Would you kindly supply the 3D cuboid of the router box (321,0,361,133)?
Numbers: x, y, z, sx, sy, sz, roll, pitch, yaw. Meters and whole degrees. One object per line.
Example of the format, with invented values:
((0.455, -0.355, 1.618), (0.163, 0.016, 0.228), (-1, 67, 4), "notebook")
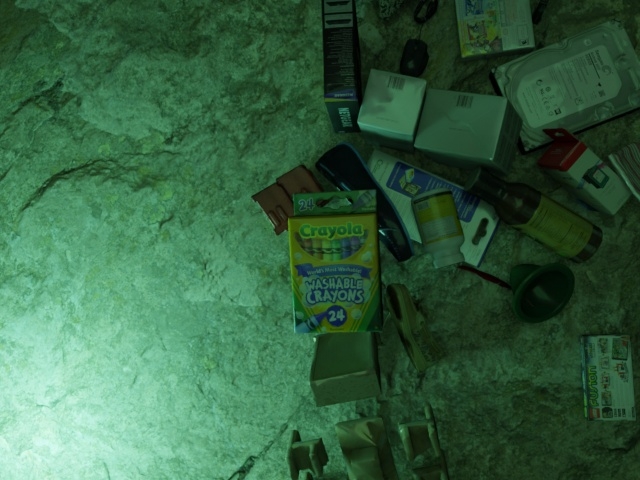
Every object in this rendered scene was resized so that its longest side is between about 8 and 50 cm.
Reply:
((0.058, -0.418, 1.590), (0.081, 0.309, 0.243), (-2, 85, 6), "router box")

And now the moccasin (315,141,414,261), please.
((0.105, -0.079, 1.597), (0.117, 0.137, 0.342), (-30, 69, -8), "moccasin")

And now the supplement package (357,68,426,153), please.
((0.181, -0.313, 1.596), (0.139, 0.244, 0.133), (14, 89, 9), "supplement package")

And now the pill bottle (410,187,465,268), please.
((0.291, -0.029, 1.570), (0.103, 0.103, 0.184), (-15, 84, 7), "pill bottle")

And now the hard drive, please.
((0.630, -0.387, 1.628), (0.339, 0.064, 0.237), (-21, 84, 6), "hard drive")

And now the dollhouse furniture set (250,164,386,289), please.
((0.000, 0.000, 1.633), (0.152, 0.201, 0.374), (-34, 88, 5), "dollhouse furniture set")

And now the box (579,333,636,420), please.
((0.703, 0.334, 1.579), (0.114, 0.036, 0.207), (-2, 86, 8), "box")

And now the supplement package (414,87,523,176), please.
((0.363, -0.260, 1.560), (0.194, 0.203, 0.149), (15, 91, 27), "supplement package")

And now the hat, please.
((0.504, 0.086, 1.631), (0.208, 0.183, 0.173), (27, 105, -33), "hat")

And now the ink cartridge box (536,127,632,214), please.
((0.616, -0.168, 1.547), (0.231, 0.134, 0.078), (39, 93, -9), "ink cartridge box")

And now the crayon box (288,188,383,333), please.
((0.035, 0.048, 1.489), (0.203, 0.083, 0.323), (-3, 95, 8), "crayon box")

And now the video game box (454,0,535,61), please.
((0.448, -0.579, 1.676), (0.187, 0.048, 0.205), (-5, 85, 6), "video game box")

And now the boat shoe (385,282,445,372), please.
((0.233, 0.203, 1.575), (0.089, 0.285, 0.104), (-25, 38, -3), "boat shoe")

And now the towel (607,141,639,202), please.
((0.762, -0.165, 1.540), (0.029, 0.197, 0.144), (-43, 76, 42), "towel")

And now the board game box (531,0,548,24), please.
((0.584, -0.655, 1.621), (0.026, 0.126, 0.186), (23, 90, 9), "board game box")

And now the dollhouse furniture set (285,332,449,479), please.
((0.101, 0.448, 1.606), (0.362, 0.256, 0.394), (-13, 105, 8), "dollhouse furniture set")

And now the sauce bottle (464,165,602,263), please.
((0.509, -0.068, 1.557), (0.344, 0.111, 0.111), (30, 91, -6), "sauce bottle")

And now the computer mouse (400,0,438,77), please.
((0.263, -0.541, 1.704), (0.071, 0.041, 0.242), (14, 87, 10), "computer mouse")

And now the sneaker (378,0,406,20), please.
((0.077, -0.731, 1.705), (0.410, 0.158, 0.182), (40, 110, 14), "sneaker")

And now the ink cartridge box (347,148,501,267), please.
((0.269, -0.083, 1.659), (0.371, 0.069, 0.175), (25, 89, 12), "ink cartridge box")
